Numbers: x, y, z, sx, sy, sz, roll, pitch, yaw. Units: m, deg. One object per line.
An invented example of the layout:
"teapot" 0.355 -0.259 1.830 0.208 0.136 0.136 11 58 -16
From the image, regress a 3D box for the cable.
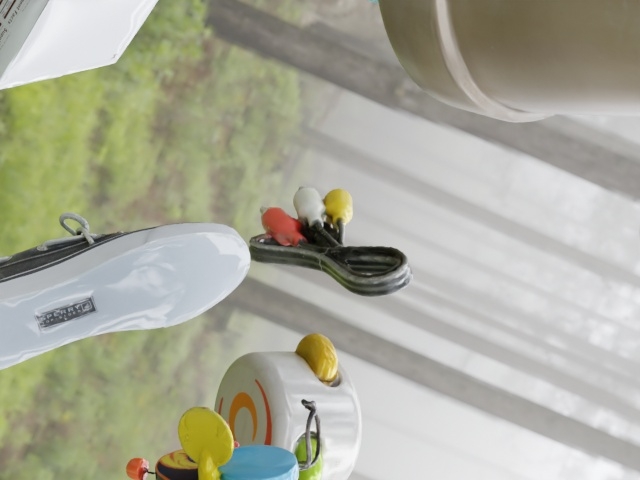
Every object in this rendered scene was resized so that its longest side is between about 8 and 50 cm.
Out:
"cable" 0.000 0.000 1.566 0.287 0.139 0.072 -141 -144 -69

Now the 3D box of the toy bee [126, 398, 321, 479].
"toy bee" -0.094 0.237 1.213 0.298 0.162 0.195 30 60 -83

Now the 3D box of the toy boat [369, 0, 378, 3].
"toy boat" 0.021 -0.377 1.447 0.148 0.318 0.267 -28 -145 22

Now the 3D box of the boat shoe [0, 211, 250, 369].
"boat shoe" -0.224 0.036 1.366 0.105 0.306 0.113 -122 -166 -48

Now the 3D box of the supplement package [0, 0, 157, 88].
"supplement package" -0.312 -0.299 1.536 0.194 0.203 0.149 -25 161 -52

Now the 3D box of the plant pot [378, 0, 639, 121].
"plant pot" 0.250 -0.223 1.086 0.280 0.323 0.323 25 -88 42

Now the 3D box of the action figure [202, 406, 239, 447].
"action figure" -0.125 0.224 1.647 0.038 0.030 0.115 -66 -151 9

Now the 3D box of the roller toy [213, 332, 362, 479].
"roller toy" -0.040 0.239 1.862 0.191 0.146 0.209 -31 -117 52
